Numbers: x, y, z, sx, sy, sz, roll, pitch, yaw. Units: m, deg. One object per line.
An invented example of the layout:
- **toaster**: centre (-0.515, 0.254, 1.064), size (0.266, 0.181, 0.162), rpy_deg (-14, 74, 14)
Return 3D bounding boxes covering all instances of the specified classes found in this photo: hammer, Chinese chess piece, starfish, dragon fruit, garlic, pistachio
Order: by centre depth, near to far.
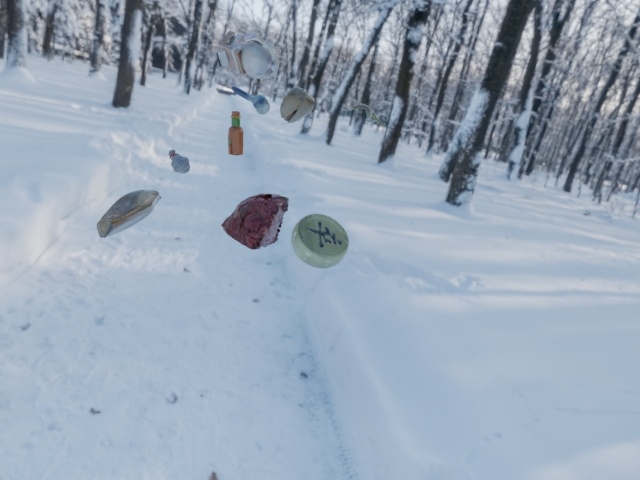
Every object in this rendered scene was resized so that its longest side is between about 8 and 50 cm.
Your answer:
- **Chinese chess piece**: centre (0.000, 0.000, 1.567), size (0.189, 0.083, 0.188), rpy_deg (14, 48, -16)
- **garlic**: centre (-0.697, -0.099, 1.759), size (0.112, 0.143, 0.318), rpy_deg (47, 30, -15)
- **pistachio**: centre (-0.088, -0.490, 1.779), size (0.113, 0.149, 0.113), rpy_deg (25, 41, -24)
- **dragon fruit**: centre (-0.245, -0.054, 2.038), size (0.240, 0.302, 0.330), rpy_deg (44, 18, -22)
- **hammer**: centre (-0.322, -0.645, 2.208), size (0.194, 0.069, 0.116), rpy_deg (30, -1, 6)
- **starfish**: centre (0.228, -0.587, 2.265), size (0.176, 0.053, 0.208), rpy_deg (40, 24, -4)

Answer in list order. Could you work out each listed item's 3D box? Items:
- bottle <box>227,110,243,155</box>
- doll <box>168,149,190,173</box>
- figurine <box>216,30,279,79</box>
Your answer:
- **bottle**: centre (-0.367, -0.465, 2.110), size (0.069, 0.186, 0.069), rpy_deg (4, 18, -1)
- **doll**: centre (-0.587, -0.327, 2.021), size (0.094, 0.079, 0.180), rpy_deg (45, 1, -43)
- **figurine**: centre (-0.237, -0.644, 1.697), size (0.237, 0.162, 0.141), rpy_deg (21, 56, 25)
